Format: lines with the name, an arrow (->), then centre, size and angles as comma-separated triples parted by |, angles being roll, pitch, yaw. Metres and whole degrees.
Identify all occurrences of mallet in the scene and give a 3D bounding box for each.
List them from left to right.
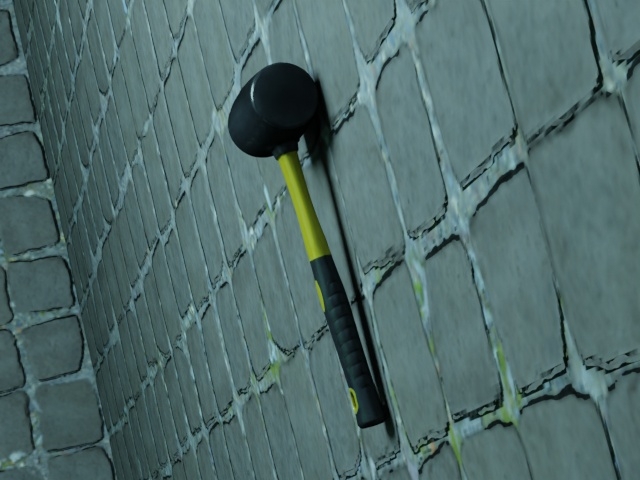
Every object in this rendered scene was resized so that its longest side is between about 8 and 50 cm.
mallet -> 0.000, 0.000, 0.855 | 0.062, 0.039, 0.190 | 122, 130, -66
